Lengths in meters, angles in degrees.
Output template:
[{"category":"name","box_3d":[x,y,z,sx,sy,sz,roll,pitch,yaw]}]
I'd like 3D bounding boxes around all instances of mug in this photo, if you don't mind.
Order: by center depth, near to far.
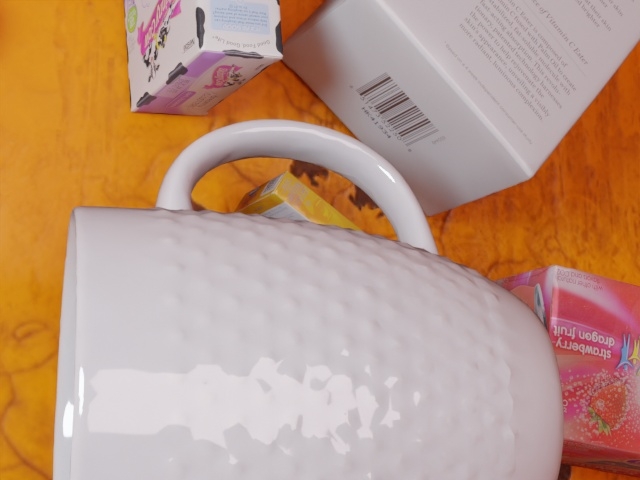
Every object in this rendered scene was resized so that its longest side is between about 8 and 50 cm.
[{"category":"mug","box_3d":[-0.017,0.078,0.908,0.328,0.276,0.374,3,62,-14]}]

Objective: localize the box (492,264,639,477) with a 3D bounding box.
[{"category":"box","box_3d":[0.283,0.134,1.156,0.300,0.142,0.154,15,73,-25]}]

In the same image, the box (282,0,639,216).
[{"category":"box","box_3d":[0.164,-0.224,1.157,0.215,0.168,0.345,47,63,-11]}]

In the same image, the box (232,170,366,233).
[{"category":"box","box_3d":[0.000,0.000,1.069,0.136,0.081,0.028,36,64,-17]}]

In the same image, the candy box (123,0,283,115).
[{"category":"candy box","box_3d":[-0.100,-0.215,1.015,0.070,0.165,0.196,1,78,-28]}]
